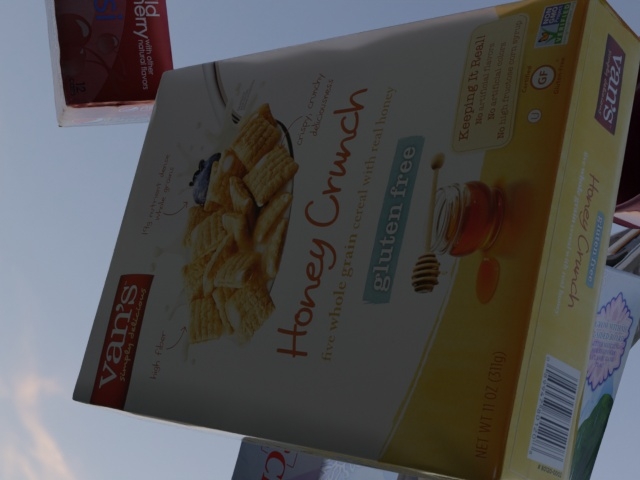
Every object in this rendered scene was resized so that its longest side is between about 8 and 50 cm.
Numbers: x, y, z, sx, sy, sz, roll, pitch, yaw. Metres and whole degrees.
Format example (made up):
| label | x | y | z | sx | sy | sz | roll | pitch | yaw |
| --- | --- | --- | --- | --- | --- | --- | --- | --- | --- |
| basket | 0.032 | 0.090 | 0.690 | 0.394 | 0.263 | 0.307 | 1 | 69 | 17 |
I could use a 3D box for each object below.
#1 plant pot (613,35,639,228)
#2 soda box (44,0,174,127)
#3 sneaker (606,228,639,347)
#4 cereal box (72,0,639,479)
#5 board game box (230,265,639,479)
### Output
| label | x | y | z | sx | sy | sz | roll | pitch | yaw |
| --- | --- | --- | --- | --- | --- | --- | --- | --- | --- |
| plant pot | 0.384 | -0.092 | 1.020 | 0.201 | 0.180 | 0.201 | -50 | -151 | 41 |
| soda box | -0.170 | -0.224 | 0.754 | 0.092 | 0.083 | 0.264 | 168 | -85 | -71 |
| sneaker | 0.371 | 0.090 | 1.318 | 0.321 | 0.127 | 0.126 | -36 | -83 | 12 |
| cereal box | 0.000 | 0.000 | 0.407 | 0.240 | 0.047 | 0.173 | -1 | -110 | 43 |
| board game box | 0.077 | 0.148 | 0.637 | 0.065 | 0.318 | 0.318 | 19 | -85 | 42 |
